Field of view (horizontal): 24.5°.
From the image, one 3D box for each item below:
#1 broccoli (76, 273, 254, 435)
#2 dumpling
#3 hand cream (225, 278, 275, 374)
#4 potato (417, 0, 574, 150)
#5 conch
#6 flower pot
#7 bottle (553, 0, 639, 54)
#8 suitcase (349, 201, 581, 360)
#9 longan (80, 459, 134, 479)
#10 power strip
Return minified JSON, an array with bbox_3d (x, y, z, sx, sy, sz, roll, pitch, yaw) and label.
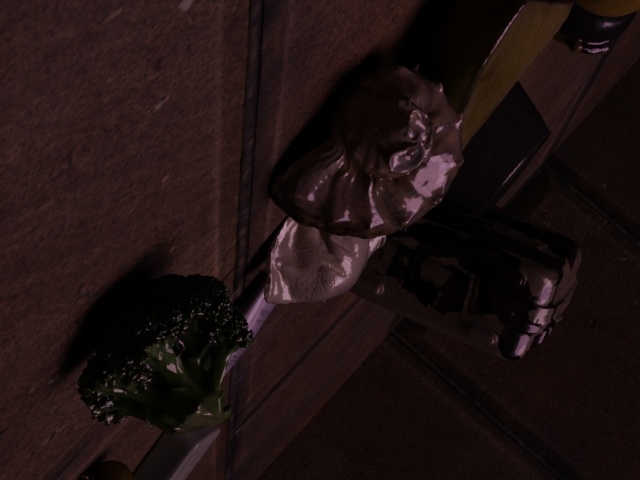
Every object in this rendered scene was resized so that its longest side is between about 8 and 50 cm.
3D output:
[{"bbox_3d":[-0.155,0.115,1.488,0.195,0.156,0.195,-15,165,-4],"label":"broccoli"},{"bbox_3d":[0.001,0.002,1.906,0.181,0.111,0.155,-49,142,-49],"label":"dumpling"},{"bbox_3d":[-0.132,0.150,2.005,0.255,0.048,0.079,-51,169,4],"label":"hand cream"},{"bbox_3d":[0.193,-0.253,1.737,0.269,0.112,0.255,-54,168,-10],"label":"potato"},{"bbox_3d":[0.067,-0.080,1.683,0.210,0.159,0.291,-48,172,-14],"label":"conch"},{"bbox_3d":[0.222,-0.145,2.124,0.269,0.166,0.269,-48,169,-13],"label":"flower pot"},{"bbox_3d":[0.392,-0.390,1.944,0.171,0.171,0.351,-43,171,-33],"label":"bottle"},{"bbox_3d":[0.217,0.036,2.246,0.339,0.351,0.194,-31,143,-67],"label":"suitcase"},{"bbox_3d":[-0.287,0.327,1.964,0.075,0.075,0.083,-49,129,-1],"label":"longan"},{"bbox_3d":[-0.288,0.420,2.320,0.385,0.062,0.091,-54,166,23],"label":"power strip"}]
